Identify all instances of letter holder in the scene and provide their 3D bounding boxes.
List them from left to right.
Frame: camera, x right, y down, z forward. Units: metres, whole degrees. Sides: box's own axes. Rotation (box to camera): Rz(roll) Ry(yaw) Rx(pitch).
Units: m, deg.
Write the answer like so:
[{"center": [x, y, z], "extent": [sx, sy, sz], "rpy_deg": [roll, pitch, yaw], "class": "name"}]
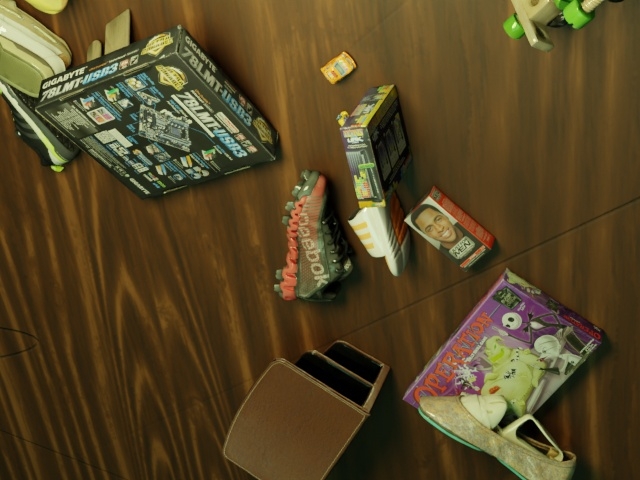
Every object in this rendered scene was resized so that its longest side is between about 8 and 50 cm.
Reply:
[{"center": [-0.037, 0.331, 2.078], "extent": [0.214, 0.152, 0.302], "rpy_deg": [30, 125, 2], "class": "letter holder"}]

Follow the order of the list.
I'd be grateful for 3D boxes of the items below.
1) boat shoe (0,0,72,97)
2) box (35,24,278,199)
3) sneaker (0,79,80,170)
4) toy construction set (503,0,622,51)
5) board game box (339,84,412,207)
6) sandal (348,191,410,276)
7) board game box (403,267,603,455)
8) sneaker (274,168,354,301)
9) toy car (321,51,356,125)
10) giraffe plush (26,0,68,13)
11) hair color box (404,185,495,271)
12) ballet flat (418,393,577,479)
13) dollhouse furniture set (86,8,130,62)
[{"center": [-0.575, -0.371, 1.871], "extent": [0.302, 0.103, 0.113], "rpy_deg": [37, 138, -6], "class": "boat shoe"}, {"center": [-0.270, -0.203, 1.811], "extent": [0.293, 0.073, 0.295], "rpy_deg": [-17, 142, 26], "class": "box"}, {"center": [-0.538, -0.224, 1.958], "extent": [0.097, 0.084, 0.235], "rpy_deg": [-23, 110, 31], "class": "sneaker"}, {"center": [0.285, -0.405, 1.496], "extent": [0.309, 0.257, 0.237], "rpy_deg": [56, 137, 7], "class": "toy construction set"}, {"center": [0.091, -0.153, 1.724], "extent": [0.048, 0.170, 0.141], "rpy_deg": [-5, 117, 24], "class": "board game box"}, {"center": [0.082, -0.064, 1.832], "extent": [0.076, 0.102, 0.265], "rpy_deg": [-12, 107, 27], "class": "sandal"}, {"center": [0.324, 0.228, 1.949], "extent": [0.208, 0.056, 0.347], "rpy_deg": [35, 125, 2], "class": "board game box"}, {"center": [0.000, 0.000, 1.894], "extent": [0.135, 0.097, 0.276], "rpy_deg": [15, 126, 11], "class": "sneaker"}, {"center": [0.040, -0.245, 1.765], "extent": [0.060, 0.040, 0.122], "rpy_deg": [-13, 114, 26], "class": "toy car"}, {"center": [-0.511, -0.458, 1.774], "extent": [0.170, 0.210, 0.181], "rpy_deg": [15, 133, 46], "class": "giraffe plush"}, {"center": [0.221, -0.019, 1.836], "extent": [0.141, 0.043, 0.072], "rpy_deg": [40, 126, -5], "class": "hair color box"}, {"center": [0.328, 0.342, 1.944], "extent": [0.316, 0.107, 0.106], "rpy_deg": [32, 106, -7], "class": "ballet flat"}, {"center": [-0.330, -0.288, 1.880], "extent": [0.144, 0.123, 0.151], "rpy_deg": [-26, 143, 31], "class": "dollhouse furniture set"}]
